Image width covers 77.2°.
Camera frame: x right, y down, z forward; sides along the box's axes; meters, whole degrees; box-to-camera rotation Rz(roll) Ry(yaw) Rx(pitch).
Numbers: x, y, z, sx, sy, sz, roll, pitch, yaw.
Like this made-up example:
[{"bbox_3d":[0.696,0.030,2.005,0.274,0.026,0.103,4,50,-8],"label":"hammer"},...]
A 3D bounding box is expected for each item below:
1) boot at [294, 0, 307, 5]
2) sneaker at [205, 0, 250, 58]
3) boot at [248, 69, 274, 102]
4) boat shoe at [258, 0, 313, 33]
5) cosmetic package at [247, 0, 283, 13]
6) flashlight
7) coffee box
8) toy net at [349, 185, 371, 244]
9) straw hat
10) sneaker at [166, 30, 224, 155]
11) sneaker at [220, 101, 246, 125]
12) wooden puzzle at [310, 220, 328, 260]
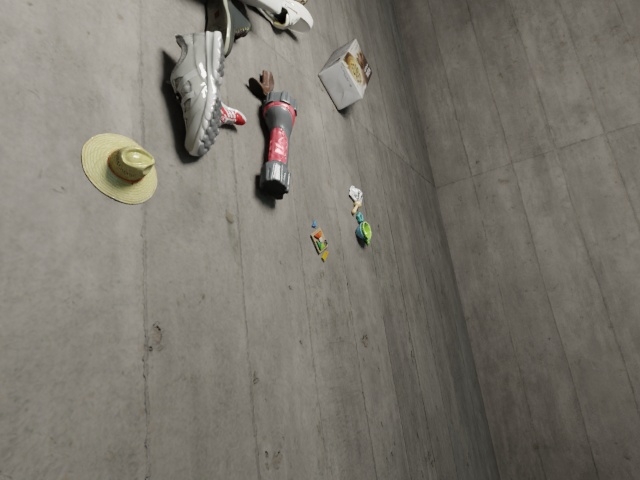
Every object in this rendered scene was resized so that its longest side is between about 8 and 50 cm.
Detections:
[{"bbox_3d":[-0.146,-1.047,1.409,0.284,0.138,0.376,19,64,-54],"label":"boot"},{"bbox_3d":[-0.235,-0.557,1.071,0.118,0.083,0.221,23,55,-54],"label":"sneaker"},{"bbox_3d":[-0.171,-0.472,1.182,0.106,0.037,0.114,50,38,-53],"label":"boot"},{"bbox_3d":[-0.128,-0.753,1.343,0.277,0.098,0.096,6,71,-48],"label":"boat shoe"},{"bbox_3d":[-0.232,-0.756,1.028,0.366,0.155,0.196,-17,130,-62],"label":"cosmetic package"},{"bbox_3d":[-0.120,-0.272,1.108,0.103,0.103,0.303,17,59,-25],"label":"flashlight"},{"bbox_3d":[0.112,-0.702,1.687,0.168,0.119,0.297,54,35,-28],"label":"coffee box"},{"bbox_3d":[0.163,-0.106,1.549,0.122,0.045,0.232,18,60,-55],"label":"toy net"},{"bbox_3d":[-0.336,-0.138,0.716,0.144,0.061,0.144,34,47,-47],"label":"straw hat"},{"bbox_3d":[-0.280,-0.323,0.888,0.105,0.116,0.280,123,-29,-81],"label":"sneaker"},{"bbox_3d":[-0.232,-0.298,0.987,0.119,0.042,0.066,20,55,-45],"label":"sneaker"},{"bbox_3d":[0.000,0.000,1.255,0.116,0.014,0.078,62,31,-18],"label":"wooden puzzle"}]
